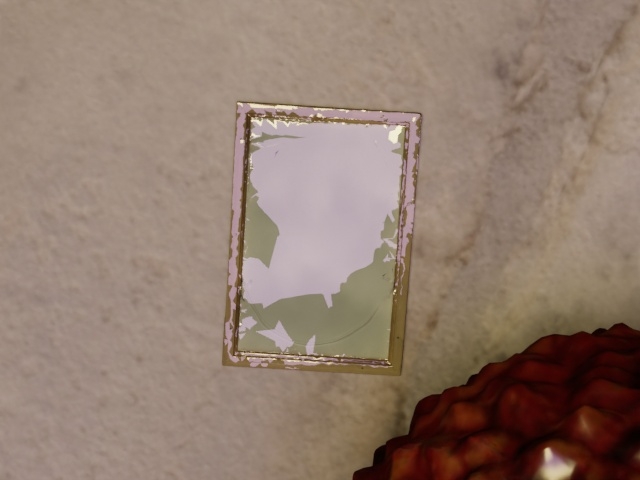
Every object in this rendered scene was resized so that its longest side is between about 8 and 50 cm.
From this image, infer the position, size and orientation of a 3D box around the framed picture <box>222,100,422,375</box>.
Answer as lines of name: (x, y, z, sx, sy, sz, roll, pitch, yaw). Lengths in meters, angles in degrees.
framed picture: (0.000, 0.000, 1.368, 0.136, 0.010, 0.201, 3, 103, -2)

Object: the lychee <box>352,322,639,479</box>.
lychee: (0.240, 0.268, 1.237, 0.500, 0.424, 0.424, 18, 102, -22)
